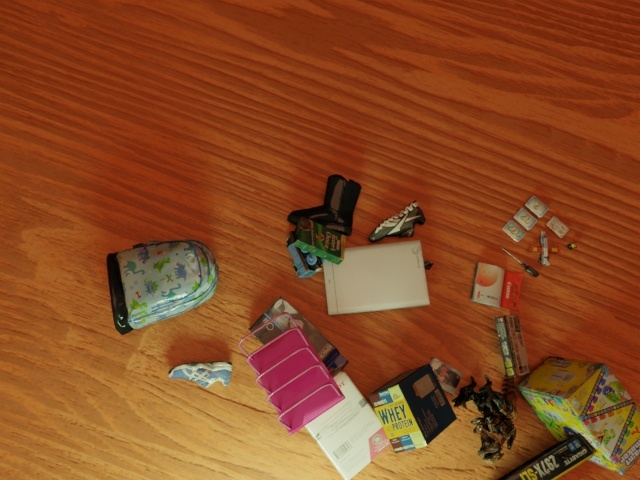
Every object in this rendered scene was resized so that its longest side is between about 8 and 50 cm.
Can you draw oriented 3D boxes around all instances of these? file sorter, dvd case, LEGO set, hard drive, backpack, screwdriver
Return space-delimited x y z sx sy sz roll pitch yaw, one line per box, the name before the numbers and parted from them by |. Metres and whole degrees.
file sorter | -0.098 0.398 1.627 0.202 0.182 0.290 -32 57 -7
dvd case | 0.426 0.471 1.840 0.120 0.013 0.087 29 77 4
LEGO set | 0.829 -0.027 1.959 0.244 0.060 0.182 44 82 6
hard drive | 0.192 0.131 1.870 0.354 0.047 0.232 -6 77 1
backpack | -0.517 0.128 1.764 0.356 0.273 0.289 -8 70 -18
screwdriver | 0.732 0.076 1.945 0.170 0.025 0.024 41 78 5

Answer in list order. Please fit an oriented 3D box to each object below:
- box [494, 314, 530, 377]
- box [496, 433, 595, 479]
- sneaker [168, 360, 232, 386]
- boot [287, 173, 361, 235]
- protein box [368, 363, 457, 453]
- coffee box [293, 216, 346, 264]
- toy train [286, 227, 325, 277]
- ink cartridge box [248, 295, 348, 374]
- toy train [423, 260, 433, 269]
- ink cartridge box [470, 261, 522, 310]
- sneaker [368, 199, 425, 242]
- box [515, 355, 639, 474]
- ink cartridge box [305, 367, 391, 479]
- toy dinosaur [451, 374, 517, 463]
box | 0.667 0.363 1.835 0.114 0.036 0.206 5 72 -43
box | 0.669 0.736 1.663 0.322 0.257 0.079 -26 61 -10
sneaker | -0.401 0.449 1.762 0.211 0.080 0.081 -3 74 -3
boot | 0.016 -0.139 1.916 0.247 0.094 0.207 11 78 -5
protein box | 0.299 0.537 1.705 0.201 0.136 0.199 -13 74 -48
coffee box | 0.000 0.000 1.826 0.184 0.040 0.113 25 49 -19
toy train | -0.061 0.040 1.869 0.105 0.080 0.184 -36 69 25
ink cartridge box | -0.072 0.361 1.812 0.333 0.065 0.165 41 77 5
toy train | 0.335 0.110 1.913 0.158 0.027 0.036 -23 68 -8
ink cartridge box | 0.641 0.168 1.908 0.180 0.045 0.145 12 77 2
sneaker | 0.286 -0.045 1.919 0.234 0.078 0.106 -33 78 -12
box | 0.837 0.542 1.688 0.177 0.290 0.279 -36 90 -12
ink cartridge box | 0.072 0.590 1.723 0.207 0.117 0.283 -36 88 -10
toy dinosaur | 0.580 0.572 1.778 0.218 0.164 0.322 39 38 -9
